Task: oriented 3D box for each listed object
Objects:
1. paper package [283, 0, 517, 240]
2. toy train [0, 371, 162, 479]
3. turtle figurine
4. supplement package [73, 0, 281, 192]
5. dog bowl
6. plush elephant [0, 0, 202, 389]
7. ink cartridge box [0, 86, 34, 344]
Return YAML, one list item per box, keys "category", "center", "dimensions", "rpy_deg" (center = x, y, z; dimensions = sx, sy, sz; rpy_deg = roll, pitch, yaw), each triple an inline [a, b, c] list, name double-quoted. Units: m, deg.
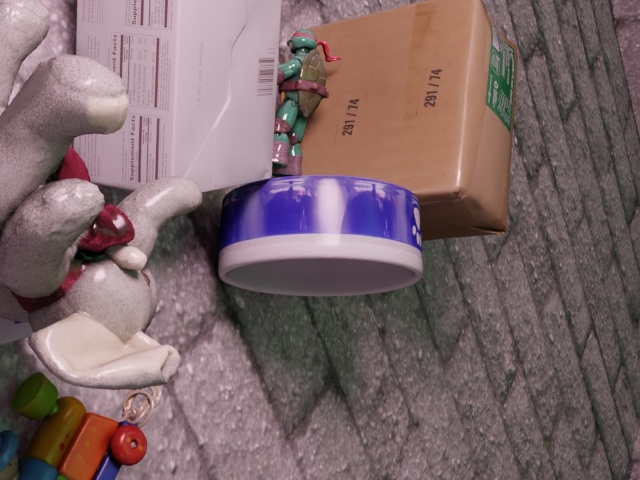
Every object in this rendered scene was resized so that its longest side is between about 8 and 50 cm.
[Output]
- category: "paper package"
  center: [0.120, -0.165, 1.586]
  dimensions: [0.168, 0.310, 0.324]
  rpy_deg: [38, 53, -52]
- category: "toy train"
  center: [-0.258, 0.186, 1.116]
  dimensions: [0.143, 0.105, 0.248]
  rpy_deg: [48, 45, -28]
- category: "turtle figurine"
  center: [-0.049, -0.212, 1.508]
  dimensions: [0.175, 0.118, 0.234]
  rpy_deg: [18, 76, -57]
- category: "supplement package"
  center: [-0.160, -0.197, 1.225]
  dimensions: [0.204, 0.145, 0.261]
  rpy_deg: [-17, 115, -59]
- category: "dog bowl"
  center: [0.000, 0.000, 1.402]
  dimensions: [0.265, 0.265, 0.104]
  rpy_deg: [20, 66, -57]
- category: "plush elephant"
  center: [-0.218, -0.004, 0.918]
  dimensions: [0.255, 0.272, 0.330]
  rpy_deg: [30, 91, -39]
- category: "ink cartridge box"
  center: [-0.393, -0.047, 0.940]
  dimensions: [0.330, 0.071, 0.324]
  rpy_deg: [-14, 99, -61]
